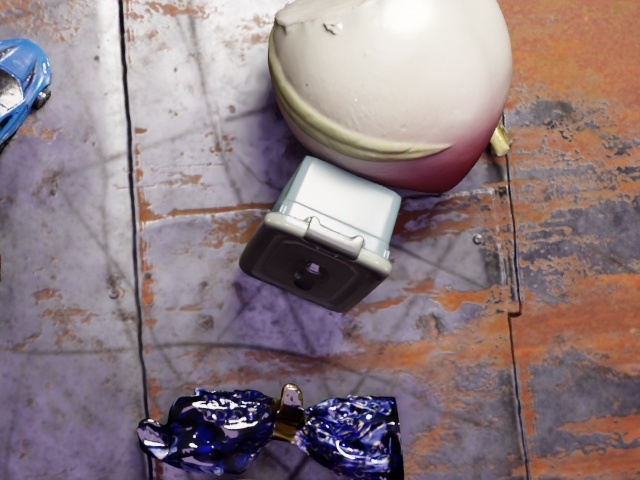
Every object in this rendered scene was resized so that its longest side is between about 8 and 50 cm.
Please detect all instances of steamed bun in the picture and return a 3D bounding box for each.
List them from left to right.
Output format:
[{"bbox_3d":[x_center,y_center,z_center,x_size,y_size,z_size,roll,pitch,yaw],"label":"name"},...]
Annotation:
[{"bbox_3d":[0.098,-0.183,1.389,0.310,0.309,0.309,0,87,-8],"label":"steamed bun"}]

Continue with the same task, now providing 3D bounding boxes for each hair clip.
[{"bbox_3d":[0.191,-0.206,1.516,0.062,0.056,0.213,-31,93,25],"label":"hair clip"}]

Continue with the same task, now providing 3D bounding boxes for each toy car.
[{"bbox_3d":[-0.421,-0.161,1.421,0.103,0.063,0.216,35,84,-4],"label":"toy car"}]

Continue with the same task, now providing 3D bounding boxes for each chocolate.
[{"bbox_3d":[-0.059,0.238,1.439,0.344,0.126,0.148,5,124,-1],"label":"chocolate"}]

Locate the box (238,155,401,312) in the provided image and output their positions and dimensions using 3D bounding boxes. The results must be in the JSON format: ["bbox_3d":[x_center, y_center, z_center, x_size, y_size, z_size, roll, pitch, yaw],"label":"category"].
[{"bbox_3d":[0.000,0.000,1.399,0.162,0.227,0.130,23,70,-6],"label":"box"}]
